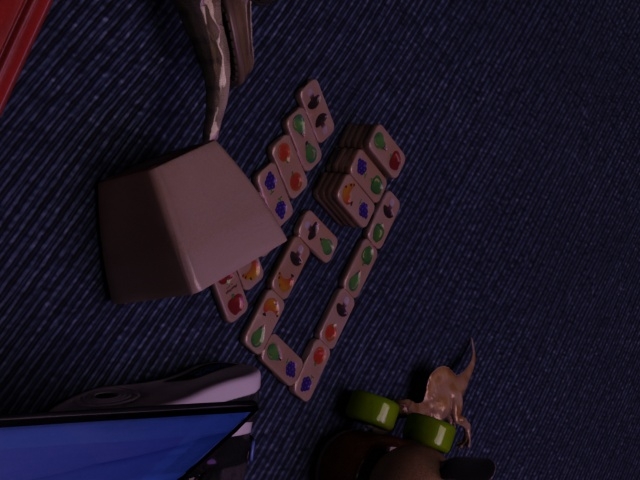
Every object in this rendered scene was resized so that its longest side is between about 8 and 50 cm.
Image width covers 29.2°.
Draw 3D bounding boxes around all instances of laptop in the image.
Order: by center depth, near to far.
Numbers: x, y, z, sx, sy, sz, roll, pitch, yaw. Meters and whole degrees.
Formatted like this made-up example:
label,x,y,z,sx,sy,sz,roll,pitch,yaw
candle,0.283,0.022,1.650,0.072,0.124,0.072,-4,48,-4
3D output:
label,x,y,z,sx,sy,sz,roll,pitch,yaw
laptop,-0.179,0.234,0.849,0.234,0.136,0.264,2,93,-35

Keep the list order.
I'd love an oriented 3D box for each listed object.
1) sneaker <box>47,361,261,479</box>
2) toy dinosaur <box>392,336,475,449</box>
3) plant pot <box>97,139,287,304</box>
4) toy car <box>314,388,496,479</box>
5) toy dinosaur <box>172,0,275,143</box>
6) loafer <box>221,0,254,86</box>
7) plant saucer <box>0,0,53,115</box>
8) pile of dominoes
label,x,y,z,sx,sy,sz,roll,pitch,yaw
sneaker,-0.126,0.176,0.986,0.217,0.079,0.121,-8,103,-49
toy dinosaur,0.137,0.175,1.322,0.183,0.053,0.093,-26,113,-45
plant pot,-0.111,-0.019,0.963,0.109,0.109,0.096,-31,106,-43
toy car,0.095,0.240,1.157,0.149,0.188,0.155,25,78,-29
toy dinosaur,-0.084,-0.219,0.944,0.064,0.118,0.268,-92,162,-74
loafer,-0.077,-0.200,1.008,0.050,0.056,0.148,-26,115,-38
plant saucer,-0.281,-0.157,0.779,0.258,0.047,0.259,37,66,-46
pile of dominoes,0.000,0.000,1.143,0.196,0.040,0.251,48,59,-43
